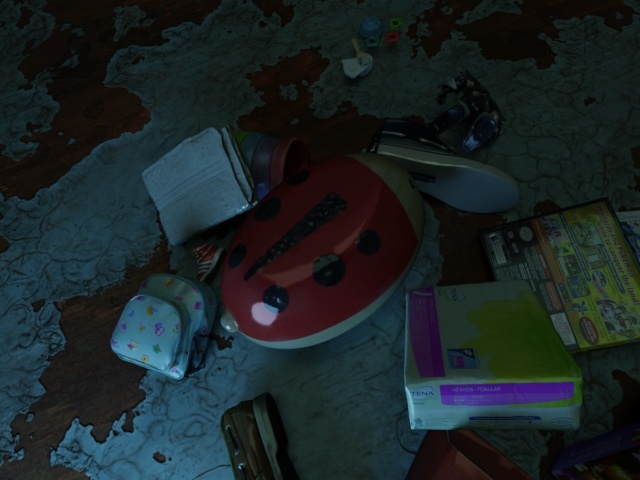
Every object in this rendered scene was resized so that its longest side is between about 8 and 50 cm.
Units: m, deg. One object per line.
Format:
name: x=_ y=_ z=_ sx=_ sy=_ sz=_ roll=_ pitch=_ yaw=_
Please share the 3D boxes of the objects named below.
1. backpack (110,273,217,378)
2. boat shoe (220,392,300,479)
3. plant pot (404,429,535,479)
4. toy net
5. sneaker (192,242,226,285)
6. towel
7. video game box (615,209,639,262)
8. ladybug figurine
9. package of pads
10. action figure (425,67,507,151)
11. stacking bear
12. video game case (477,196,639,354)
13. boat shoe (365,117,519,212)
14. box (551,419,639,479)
backpack: x=-0.297 y=0.157 z=0.791 sx=0.166 sy=0.144 sz=0.188 roll=16 pitch=78 yaw=14
boat shoe: x=-0.094 y=0.431 z=0.694 sx=0.104 sy=0.111 sz=0.307 roll=-22 pitch=57 yaw=1
plant pot: x=0.224 y=0.444 z=0.577 sx=0.267 sy=0.267 sz=0.236 roll=36 pitch=89 yaw=19
toy net: x=0.136 y=-0.511 z=1.088 sx=0.122 sy=0.045 sz=0.232 roll=19 pitch=72 yaw=12
sneaker: x=-0.264 y=0.059 z=0.893 sx=0.067 sy=0.042 sz=0.118 roll=20 pitch=63 yaw=10
towel: x=-0.265 y=-0.112 z=0.865 sx=0.282 sy=0.049 sz=0.187 roll=-23 pitch=90 yaw=31
video game box: x=0.621 y=0.040 z=0.803 sx=0.187 sy=0.048 sz=0.205 roll=-7 pitch=67 yaw=7
ladybug figurine: x=0.000 y=0.000 z=0.723 sx=0.305 sy=0.162 sz=0.449 roll=41 pitch=76 yaw=21
package of pads: x=0.255 y=0.165 z=0.650 sx=0.229 sy=0.296 sz=0.101 roll=-7 pitch=108 yaw=14
action figure: x=0.332 y=-0.287 z=0.901 sx=0.185 sy=0.099 sz=0.285 roll=41 pitch=40 yaw=2
stacking bear: x=-0.192 y=-0.172 z=0.927 sx=0.289 sy=0.164 sz=0.175 roll=9 pitch=69 yaw=15
video game case: x=0.470 y=0.075 z=0.780 sx=0.248 sy=0.035 sz=0.275 roll=-16 pitch=66 yaw=16
boat shoe: x=0.269 y=-0.180 z=0.897 sx=0.340 sy=0.127 sz=0.158 roll=17 pitch=53 yaw=2
box: x=0.528 y=0.407 z=0.575 sx=0.293 sy=0.201 sz=0.057 roll=40 pitch=54 yaw=20
